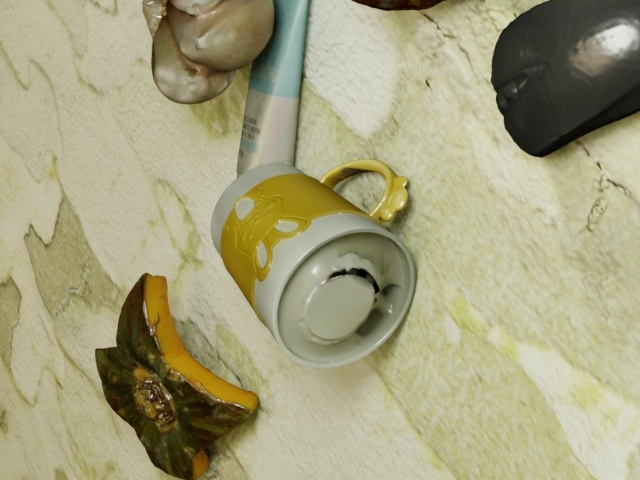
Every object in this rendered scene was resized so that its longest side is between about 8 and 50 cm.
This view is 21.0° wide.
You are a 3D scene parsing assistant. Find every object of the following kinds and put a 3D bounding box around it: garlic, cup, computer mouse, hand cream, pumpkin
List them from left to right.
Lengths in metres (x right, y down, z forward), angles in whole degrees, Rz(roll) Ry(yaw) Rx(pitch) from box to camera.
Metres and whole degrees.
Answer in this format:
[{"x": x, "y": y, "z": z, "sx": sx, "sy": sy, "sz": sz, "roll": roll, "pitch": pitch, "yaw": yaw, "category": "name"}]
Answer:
[{"x": -0.217, "y": 0.202, "z": 2.388, "sx": 0.258, "sy": 0.095, "sz": 0.290, "roll": 55, "pitch": 147, "yaw": 15, "category": "pumpkin"}, {"x": -0.130, "y": -0.305, "z": 2.102, "sx": 0.325, "sy": 0.132, "sz": 0.279, "roll": -143, "pitch": 62, "yaw": -67, "category": "garlic"}, {"x": -0.059, "y": -0.183, "z": 2.126, "sx": 0.111, "sy": 0.070, "sz": 0.312, "roll": 24, "pitch": 112, "yaw": 60, "category": "hand cream"}, {"x": 0.000, "y": 0.000, "z": 2.012, "sx": 0.241, "sy": 0.185, "sz": 0.226, "roll": -50, "pitch": 42, "yaw": 3, "category": "cup"}, {"x": 0.245, "y": -0.171, "z": 1.692, "sx": 0.270, "sy": 0.086, "sz": 0.137, "roll": -25, "pitch": 75, "yaw": 54, "category": "computer mouse"}]

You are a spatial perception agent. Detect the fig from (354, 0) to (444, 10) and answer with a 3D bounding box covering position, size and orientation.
[{"x": 0.084, "y": -0.330, "z": 1.819, "sx": 0.191, "sy": 0.181, "sz": 0.181, "roll": -108, "pitch": 31, "yaw": -50, "category": "fig"}]
